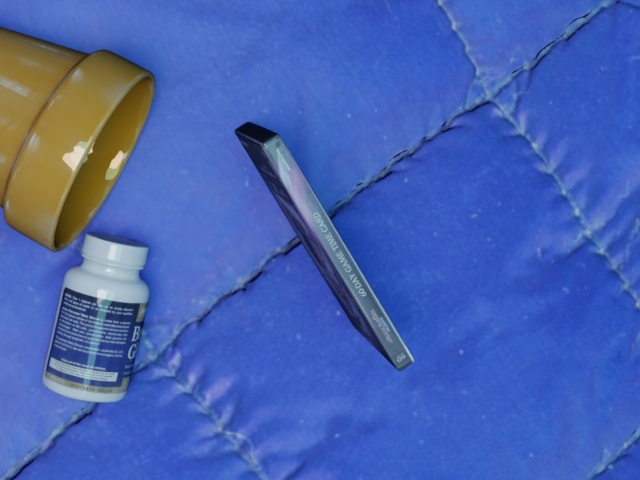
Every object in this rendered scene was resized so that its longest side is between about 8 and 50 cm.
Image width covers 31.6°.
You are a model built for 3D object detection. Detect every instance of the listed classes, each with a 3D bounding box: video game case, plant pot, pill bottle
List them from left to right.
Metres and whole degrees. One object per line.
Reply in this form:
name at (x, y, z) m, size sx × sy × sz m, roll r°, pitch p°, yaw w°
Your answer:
plant pot at (-0.297, -0.121, 1.129) m, size 0.188 × 0.205 × 0.205 m, roll 28°, pitch 91°, yaw 0°
pill bottle at (-0.236, 0.081, 1.213) m, size 0.094 × 0.094 × 0.169 m, roll 12°, pitch 95°, yaw -15°
video game case at (0.000, 0.000, 1.207) m, size 0.026 × 0.196 × 0.274 m, roll -32°, pitch 104°, yaw -6°
